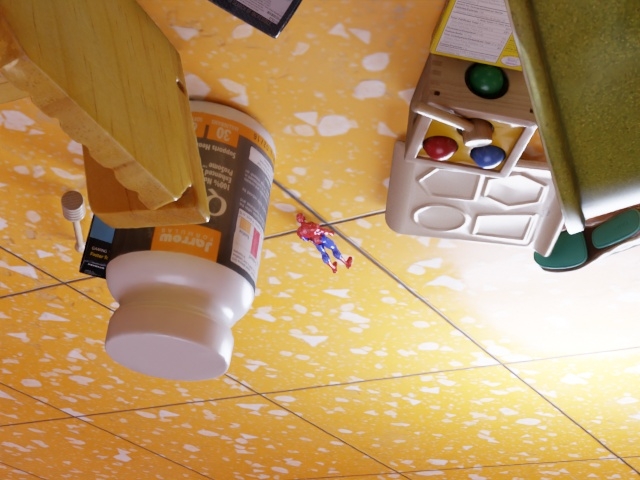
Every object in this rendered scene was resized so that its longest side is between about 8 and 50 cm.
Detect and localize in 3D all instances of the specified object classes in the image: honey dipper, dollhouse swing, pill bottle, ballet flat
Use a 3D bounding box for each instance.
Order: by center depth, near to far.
[{"bbox_3d":[-0.330,-0.149,0.973,0.305,0.315,0.347,-23,145,13],"label":"dollhouse swing"},{"bbox_3d":[-0.144,0.001,1.194,0.162,0.278,0.162,6,152,3],"label":"pill bottle"},{"bbox_3d":[0.337,0.007,1.323,0.052,0.057,0.168,17,153,-38],"label":"ballet flat"},{"bbox_3d":[-0.331,-0.019,1.479,0.030,0.030,0.161,10,154,-4],"label":"honey dipper"}]

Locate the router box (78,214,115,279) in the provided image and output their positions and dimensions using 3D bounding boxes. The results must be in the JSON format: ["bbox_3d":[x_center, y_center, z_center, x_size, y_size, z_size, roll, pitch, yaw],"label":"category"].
[{"bbox_3d":[-0.197,-0.003,1.360,0.179,0.133,0.046,16,152,-16],"label":"router box"}]

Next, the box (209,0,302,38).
[{"bbox_3d":[-0.134,-0.254,0.821,0.232,0.183,0.059,27,105,-30],"label":"box"}]

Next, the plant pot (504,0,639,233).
[{"bbox_3d":[0.277,-0.220,0.632,0.353,0.366,0.366,-13,148,14],"label":"plant pot"}]

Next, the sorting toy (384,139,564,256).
[{"bbox_3d":[0.183,-0.052,1.277,0.208,0.038,0.193,11,153,5],"label":"sorting toy"}]

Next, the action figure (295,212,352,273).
[{"bbox_3d":[0.000,0.000,1.427,0.038,0.030,0.115,-14,141,27],"label":"action figure"}]

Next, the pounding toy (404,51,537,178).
[{"bbox_3d":[0.142,-0.122,1.074,0.130,0.100,0.141,10,153,-4],"label":"pounding toy"}]

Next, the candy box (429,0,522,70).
[{"bbox_3d":[0.212,-0.191,1.003,0.206,0.027,0.105,10,150,-5],"label":"candy box"}]
